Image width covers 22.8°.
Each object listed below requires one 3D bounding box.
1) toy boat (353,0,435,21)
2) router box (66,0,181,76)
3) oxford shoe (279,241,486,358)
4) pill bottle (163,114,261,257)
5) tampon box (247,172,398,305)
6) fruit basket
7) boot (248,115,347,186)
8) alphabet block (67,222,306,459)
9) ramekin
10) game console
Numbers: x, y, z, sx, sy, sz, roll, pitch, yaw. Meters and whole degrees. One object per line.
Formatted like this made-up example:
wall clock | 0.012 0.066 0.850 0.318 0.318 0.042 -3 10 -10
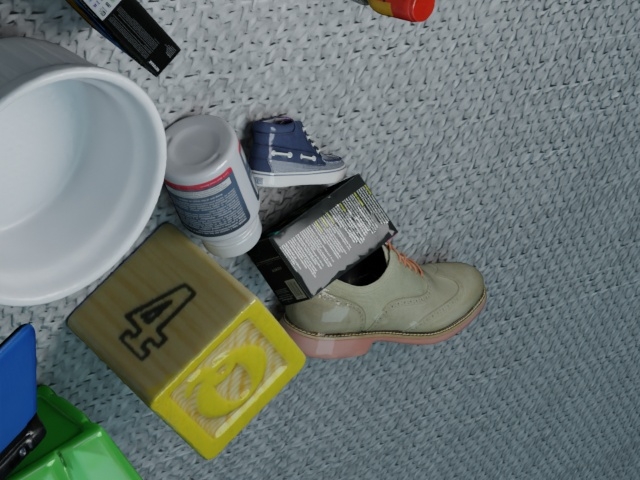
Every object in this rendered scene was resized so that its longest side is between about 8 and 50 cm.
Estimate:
toy boat | 0.064 -0.413 1.896 0.267 0.148 0.318 -31 133 -33
router box | -0.240 -0.261 1.686 0.046 0.133 0.179 -49 144 -4
oxford shoe | 0.114 0.070 2.362 0.397 0.140 0.147 -13 123 -43
pill bottle | -0.135 -0.062 1.997 0.108 0.108 0.180 -39 142 -16
tampon box | 0.000 0.000 2.158 0.161 0.101 0.120 -36 -174 -20
fruit basket | -0.389 0.418 2.040 0.392 0.283 0.392 -13 113 -33
boot | -0.024 -0.121 2.105 0.190 0.069 0.086 -11 110 -56
alphabet block | -0.171 0.131 2.051 0.193 0.197 0.192 -47 145 -6
ramekin | -0.313 -0.081 1.684 0.277 0.135 0.277 -26 135 -30
game console | -0.459 0.242 1.796 0.293 0.250 0.173 -48 123 -46
